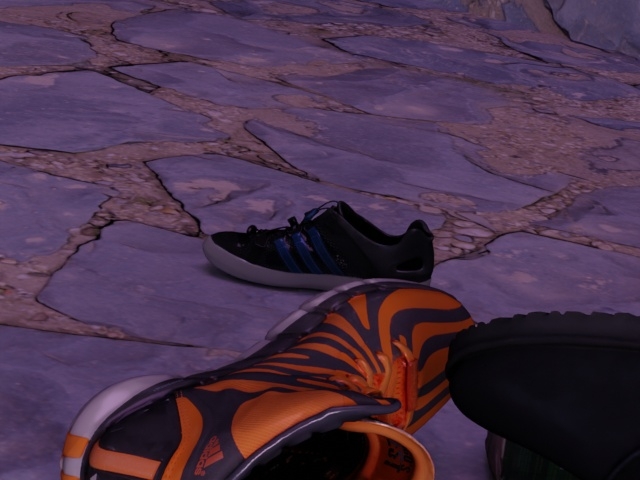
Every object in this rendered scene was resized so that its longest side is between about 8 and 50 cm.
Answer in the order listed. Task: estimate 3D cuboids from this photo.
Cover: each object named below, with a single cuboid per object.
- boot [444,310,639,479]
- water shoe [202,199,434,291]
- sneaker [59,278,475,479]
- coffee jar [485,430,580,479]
[{"bbox_3d":[0.149,0.145,0.883,0.246,0.207,0.094,-5,-28,43],"label":"boot"},{"bbox_3d":[0.000,0.000,1.483,0.203,0.080,0.073,10,16,6],"label":"water shoe"},{"bbox_3d":[0.022,0.114,1.004,0.321,0.125,0.180,-23,21,-40],"label":"sneaker"},{"bbox_3d":[0.207,0.131,1.140,0.184,0.079,0.096,6,13,-2],"label":"coffee jar"}]
